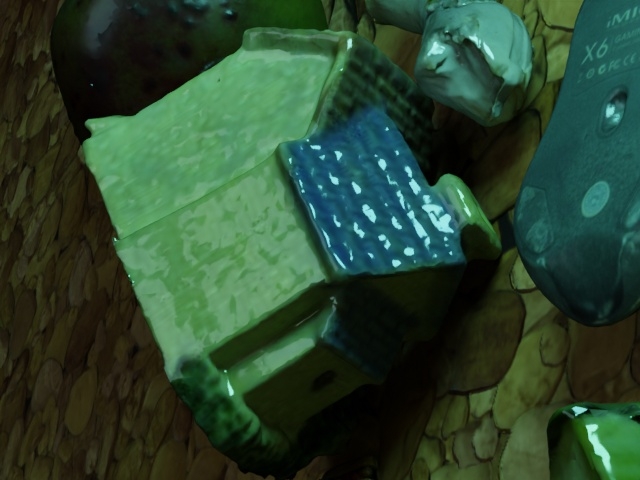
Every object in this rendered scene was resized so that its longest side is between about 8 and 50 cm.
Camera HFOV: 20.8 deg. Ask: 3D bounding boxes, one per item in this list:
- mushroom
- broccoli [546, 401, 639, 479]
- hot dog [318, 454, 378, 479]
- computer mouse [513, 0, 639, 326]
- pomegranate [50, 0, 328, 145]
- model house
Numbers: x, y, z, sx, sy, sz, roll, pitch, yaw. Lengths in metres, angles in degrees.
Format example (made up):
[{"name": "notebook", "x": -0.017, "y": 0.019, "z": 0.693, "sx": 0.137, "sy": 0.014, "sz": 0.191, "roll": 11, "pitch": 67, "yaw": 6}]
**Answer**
[{"name": "mushroom", "x": 0.107, "y": -0.172, "z": 1.422, "sx": 0.096, "sy": 0.099, "sz": 0.278, "roll": -36, "pitch": 30, "yaw": 6}, {"name": "broccoli", "x": 0.225, "y": 0.109, "z": 0.835, "sx": 0.263, "sy": 0.243, "sz": 0.247, "roll": -145, "pitch": 62, "yaw": -68}, {"name": "hot dog", "x": 0.019, "y": 0.197, "z": 1.427, "sx": 0.083, "sy": 0.021, "sz": 0.037, "roll": -34, "pitch": 43, "yaw": 49}, {"name": "computer mouse", "x": 0.233, "y": -0.113, "z": 1.147, "sx": 0.167, "sy": 0.090, "sz": 0.379, "roll": -12, "pitch": 57, "yaw": 54}, {"name": "pomegranate", "x": -0.119, "y": -0.174, "z": 1.704, "sx": 0.323, "sy": 0.291, "sz": 0.291, "roll": -76, "pitch": 6, "yaw": -87}, {"name": "model house", "x": 0.000, "y": 0.000, "z": 1.414, "sx": 0.266, "sy": 0.261, "sz": 0.321, "roll": -35, "pitch": 56, "yaw": 13}]
